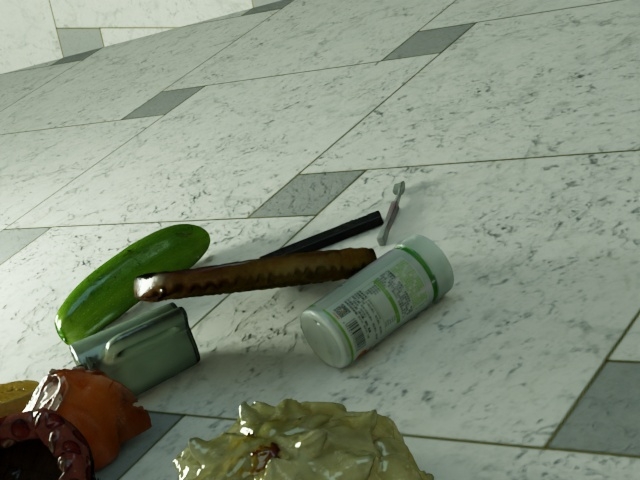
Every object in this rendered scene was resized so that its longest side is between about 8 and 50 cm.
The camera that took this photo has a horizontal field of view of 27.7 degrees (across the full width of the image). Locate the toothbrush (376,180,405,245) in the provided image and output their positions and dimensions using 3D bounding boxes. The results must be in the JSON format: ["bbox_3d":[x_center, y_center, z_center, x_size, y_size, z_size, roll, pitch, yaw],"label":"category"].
[{"bbox_3d":[0.104,-0.043,1.899,0.017,0.014,0.194,-14,24,18],"label":"toothbrush"}]

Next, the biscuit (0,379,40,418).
[{"bbox_3d":[-0.448,0.232,1.707,0.170,0.050,0.170,-11,8,2],"label":"biscuit"}]

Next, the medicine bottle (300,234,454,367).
[{"bbox_3d":[0.069,0.073,1.574,0.183,0.086,0.086,-33,25,-27],"label":"medicine bottle"}]

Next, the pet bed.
[{"bbox_3d":[-0.328,0.276,1.411,0.201,0.053,0.201,-14,60,25],"label":"pet bed"}]

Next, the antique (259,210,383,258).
[{"bbox_3d":[0.000,0.000,1.896,0.192,0.015,0.031,-21,22,1],"label":"antique"}]

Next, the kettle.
[{"bbox_3d":[-0.239,0.139,1.661,0.148,0.127,0.098,-25,40,-13],"label":"kettle"}]

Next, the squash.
[{"bbox_3d":[-0.284,0.054,1.940,0.292,0.082,0.082,-36,26,-31],"label":"squash"}]

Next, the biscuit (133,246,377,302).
[{"bbox_3d":[-0.083,0.045,1.668,0.318,0.040,0.318,-7,-2,0],"label":"biscuit"}]

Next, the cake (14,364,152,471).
[{"bbox_3d":[-0.347,0.252,1.527,0.287,0.135,0.098,-36,40,-10],"label":"cake"}]

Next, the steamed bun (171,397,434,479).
[{"bbox_3d":[-0.047,0.235,1.252,0.292,0.137,0.295,-14,25,25],"label":"steamed bun"}]
